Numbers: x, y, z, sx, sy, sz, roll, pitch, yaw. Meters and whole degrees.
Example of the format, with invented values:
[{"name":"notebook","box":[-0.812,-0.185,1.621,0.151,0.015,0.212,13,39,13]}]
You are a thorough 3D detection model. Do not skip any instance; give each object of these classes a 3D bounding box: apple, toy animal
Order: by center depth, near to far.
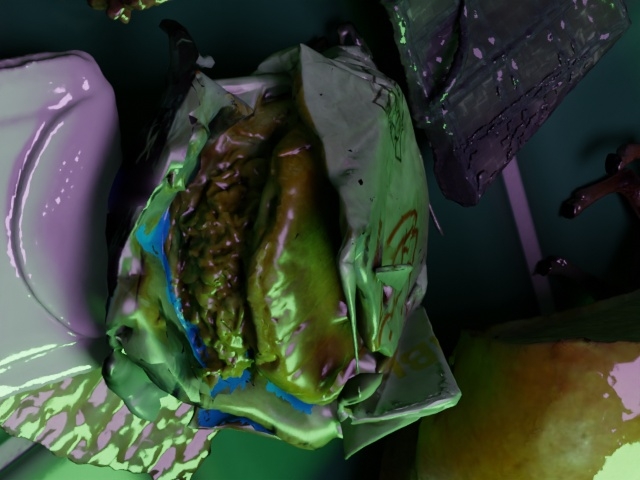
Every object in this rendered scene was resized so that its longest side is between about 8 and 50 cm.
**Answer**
[{"name":"apple","box":[0.223,0.115,1.047,0.346,0.179,0.254,-10,150,-44]},{"name":"toy animal","box":[0.282,0.051,1.211,0.260,0.087,0.243,18,97,-40]}]

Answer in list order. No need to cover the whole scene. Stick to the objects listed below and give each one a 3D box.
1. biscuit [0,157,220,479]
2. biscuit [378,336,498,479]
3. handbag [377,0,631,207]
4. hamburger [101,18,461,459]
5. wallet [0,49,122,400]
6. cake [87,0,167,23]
[{"name":"biscuit","box":[-0.144,0.037,0.871,0.274,0.036,0.187,28,88,-43]},{"name":"biscuit","box":[0.132,0.201,1.151,0.273,0.049,0.257,26,78,-43]},{"name":"handbag","box":[0.100,-0.165,0.947,0.175,0.089,0.270,-45,131,-26]},{"name":"hamburger","box":[0.001,0.006,0.867,0.276,0.151,0.260,-11,107,-56]},{"name":"wallet","box":[-0.157,-0.006,0.797,0.124,0.032,0.182,-17,115,-36]},{"name":"cake","box":[-0.086,-0.200,0.760,0.147,0.135,0.134,-28,124,-35]}]
